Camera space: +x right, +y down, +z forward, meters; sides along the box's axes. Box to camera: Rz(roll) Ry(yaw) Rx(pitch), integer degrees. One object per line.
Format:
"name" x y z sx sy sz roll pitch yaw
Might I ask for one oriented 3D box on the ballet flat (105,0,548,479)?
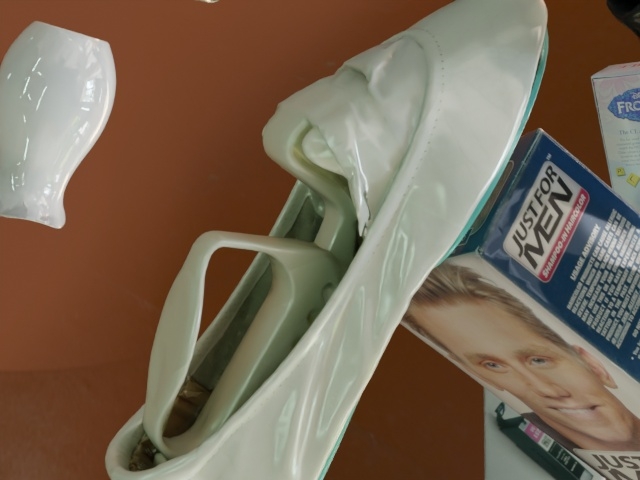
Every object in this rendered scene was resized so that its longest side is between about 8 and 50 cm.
"ballet flat" 0.000 0.000 0.699 0.139 0.139 0.400 28 90 -19

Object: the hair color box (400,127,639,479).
"hair color box" 0.208 0.080 0.842 0.347 0.174 0.105 38 67 -16

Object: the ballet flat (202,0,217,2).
"ballet flat" -0.136 -0.307 1.391 0.052 0.168 0.057 -15 106 21

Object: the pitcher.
"pitcher" -0.311 -0.134 1.316 0.125 0.178 0.207 13 97 -32

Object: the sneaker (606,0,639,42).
"sneaker" 0.235 -0.136 0.673 0.130 0.109 0.286 -33 125 7

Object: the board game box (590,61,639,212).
"board game box" 0.498 -0.063 1.373 0.066 0.319 0.318 -32 114 -48

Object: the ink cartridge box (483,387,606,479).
"ink cartridge box" 0.299 0.189 1.289 0.239 0.275 0.060 -4 152 14
